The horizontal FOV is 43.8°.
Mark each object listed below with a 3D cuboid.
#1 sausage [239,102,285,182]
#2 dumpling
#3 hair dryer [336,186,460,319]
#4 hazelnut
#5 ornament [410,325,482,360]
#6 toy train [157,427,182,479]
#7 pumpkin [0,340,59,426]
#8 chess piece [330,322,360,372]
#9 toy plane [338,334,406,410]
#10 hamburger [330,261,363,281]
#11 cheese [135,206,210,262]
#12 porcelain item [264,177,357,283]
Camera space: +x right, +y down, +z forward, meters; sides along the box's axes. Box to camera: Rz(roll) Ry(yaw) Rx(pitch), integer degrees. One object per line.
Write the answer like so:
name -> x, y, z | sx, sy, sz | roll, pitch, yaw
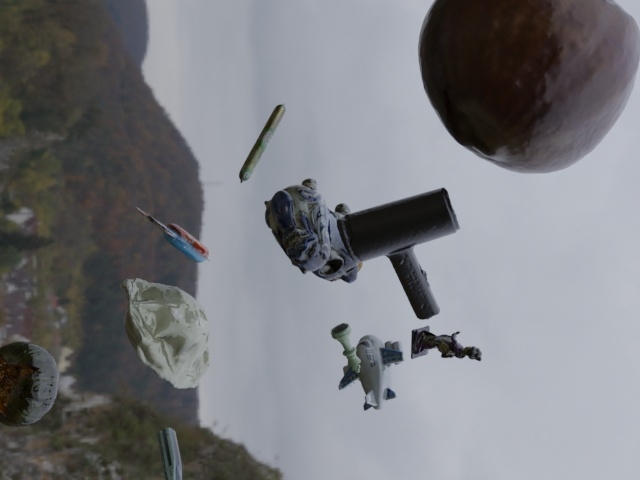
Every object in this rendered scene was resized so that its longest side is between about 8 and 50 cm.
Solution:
sausage -> -0.146, -0.250, 2.017 | 0.269, 0.033, 0.033 | -65, -178, -27
dumpling -> -0.290, 0.183, 1.502 | 0.258, 0.147, 0.193 | 52, 16, -37
hair dryer -> 0.162, 0.036, 1.414 | 0.089, 0.197, 0.251 | -94, 163, -58
hazelnut -> 0.373, -0.322, 1.482 | 0.353, 0.421, 0.420 | 178, -89, -66
ornament -> 0.338, 0.273, 2.093 | 0.203, 0.088, 0.081 | -2, -85, 45
toy train -> -0.416, 0.646, 2.255 | 0.252, 0.048, 0.055 | -115, -176, -47
pumpkin -> -0.833, 0.399, 2.210 | 0.159, 0.238, 0.238 | 32, 45, -56
chess piece -> 0.078, 0.308, 2.221 | 0.059, 0.059, 0.149 | -141, -151, -71
toy plane -> 0.169, 0.423, 2.569 | 0.267, 0.123, 0.266 | -24, -130, 32
hamburger -> 0.038, 0.035, 2.094 | 0.083, 0.138, 0.147 | -122, -169, -68
cheese -> -0.264, -0.008, 1.456 | 0.037, 0.106, 0.256 | -53, 163, -6
porcelain item -> 0.000, 0.000, 1.600 | 0.288, 0.138, 0.186 | 42, 21, -55
